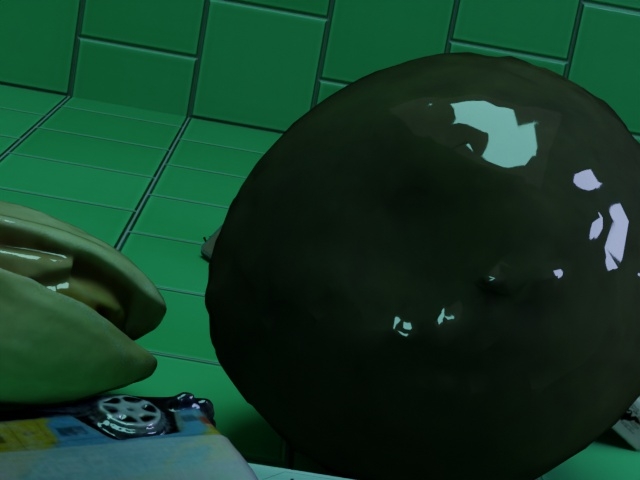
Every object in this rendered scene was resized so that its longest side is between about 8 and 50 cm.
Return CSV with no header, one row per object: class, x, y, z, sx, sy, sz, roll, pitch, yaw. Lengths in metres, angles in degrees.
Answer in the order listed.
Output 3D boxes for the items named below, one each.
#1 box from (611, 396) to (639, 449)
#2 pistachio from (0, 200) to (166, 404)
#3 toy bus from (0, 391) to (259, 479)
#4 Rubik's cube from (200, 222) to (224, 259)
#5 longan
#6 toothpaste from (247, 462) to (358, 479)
box,0.267,0.103,1.760,0.204,0.051,0.365,42,8,-15
pistachio,-0.308,0.066,1.432,0.318,0.214,0.193,17,56,-11
toy bus,-0.209,0.209,0.946,0.386,0.171,0.162,-1,21,-37
Rubik's cube,-0.002,-0.001,1.980,0.228,0.233,0.229,-34,-12,-17
longan,0.123,0.032,1.384,0.436,0.404,0.404,-32,33,-21
toothpaste,0.005,0.231,1.178,0.313,0.089,0.071,10,19,-4
